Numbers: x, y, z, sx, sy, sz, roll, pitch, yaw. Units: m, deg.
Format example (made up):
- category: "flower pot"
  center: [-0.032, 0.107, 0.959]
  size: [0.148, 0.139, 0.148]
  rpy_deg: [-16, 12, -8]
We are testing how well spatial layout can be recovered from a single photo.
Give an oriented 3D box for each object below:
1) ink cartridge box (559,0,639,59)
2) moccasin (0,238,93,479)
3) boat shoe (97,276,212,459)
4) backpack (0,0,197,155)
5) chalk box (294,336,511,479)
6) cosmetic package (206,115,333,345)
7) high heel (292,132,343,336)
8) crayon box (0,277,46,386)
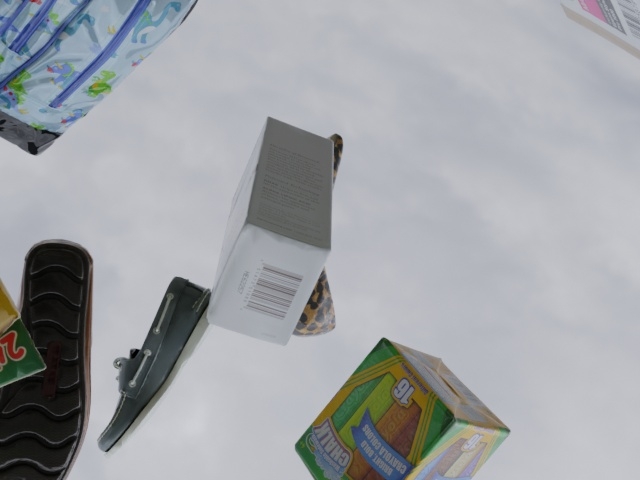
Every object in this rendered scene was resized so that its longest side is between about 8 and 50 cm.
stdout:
- category: "ink cartridge box"
  center: [0.287, -0.282, 0.829]
  size: [0.234, 0.088, 0.193]
  rpy_deg: [42, -173, -43]
- category: "moccasin"
  center: [-0.398, 0.188, 1.233]
  size: [0.139, 0.380, 0.147]
  rpy_deg: [2, 176, -14]
- category: "boat shoe"
  center: [-0.274, 0.201, 1.378]
  size: [0.099, 0.319, 0.116]
  rpy_deg: [35, -174, 0]
- category: "backpack"
  center: [-0.274, -0.310, 0.994]
  size: [0.273, 0.355, 0.290]
  rpy_deg: [35, -135, -50]
- category: "chalk box"
  center: [0.072, 0.235, 0.938]
  size: [0.132, 0.213, 0.132]
  rpy_deg: [26, -165, -48]
- category: "cosmetic package"
  center: [-0.044, -0.018, 0.842]
  size: [0.085, 0.117, 0.231]
  rpy_deg: [19, -152, -12]
- category: "high heel"
  center: [0.000, 0.000, 1.174]
  size: [0.186, 0.261, 0.093]
  rpy_deg: [32, 179, -35]
- category: "crayon box"
  center: [-0.386, 0.014, 0.690]
  size: [0.081, 0.202, 0.319]
  rpy_deg: [-82, -31, -74]
